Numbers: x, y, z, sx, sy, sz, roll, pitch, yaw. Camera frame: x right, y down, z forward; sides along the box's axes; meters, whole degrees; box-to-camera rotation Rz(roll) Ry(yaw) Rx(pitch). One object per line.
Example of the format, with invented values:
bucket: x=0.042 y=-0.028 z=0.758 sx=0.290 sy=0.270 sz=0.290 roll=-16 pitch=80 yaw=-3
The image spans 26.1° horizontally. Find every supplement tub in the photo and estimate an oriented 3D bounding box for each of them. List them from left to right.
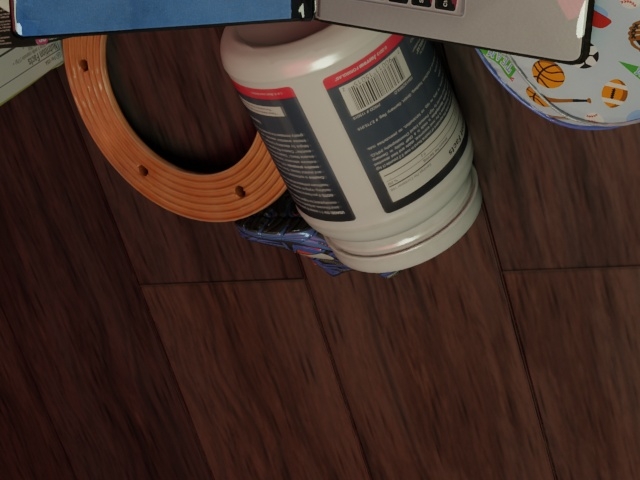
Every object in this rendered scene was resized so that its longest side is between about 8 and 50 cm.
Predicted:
supplement tub: x=0.037 y=-0.123 z=1.349 sx=0.191 sy=0.191 sz=0.272 roll=-3 pitch=131 yaw=31

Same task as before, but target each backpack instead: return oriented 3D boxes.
backpack: x=0.255 y=-0.216 z=1.190 sx=0.263 sy=0.213 sz=0.276 roll=-25 pitch=106 yaw=46

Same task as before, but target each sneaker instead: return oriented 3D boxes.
sneaker: x=0.000 y=0.000 z=1.545 sx=0.221 sy=0.083 sz=0.087 roll=12 pitch=137 yaw=29

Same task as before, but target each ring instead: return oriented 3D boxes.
ring: x=-0.148 y=-0.179 z=1.523 sx=0.336 sy=0.032 sz=0.337 roll=17 pitch=123 yaw=29

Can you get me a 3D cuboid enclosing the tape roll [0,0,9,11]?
tape roll: x=-0.196 y=-0.374 z=1.222 sx=0.072 sy=0.392 sz=0.392 roll=32 pitch=135 yaw=42

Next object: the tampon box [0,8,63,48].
tampon box: x=-0.307 y=-0.295 z=1.476 sx=0.101 sy=0.120 sz=0.161 roll=2 pitch=109 yaw=38

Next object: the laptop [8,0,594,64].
laptop: x=-0.013 y=-0.327 z=1.036 sx=0.408 sy=0.236 sz=0.382 roll=15 pitch=116 yaw=30

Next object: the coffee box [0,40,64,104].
coffee box: x=-0.549 y=-0.267 z=1.513 sx=0.337 sy=0.338 sz=0.334 roll=-1 pitch=119 yaw=30
